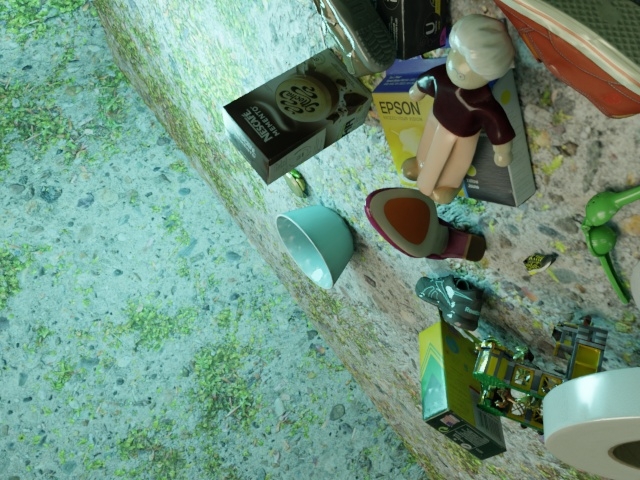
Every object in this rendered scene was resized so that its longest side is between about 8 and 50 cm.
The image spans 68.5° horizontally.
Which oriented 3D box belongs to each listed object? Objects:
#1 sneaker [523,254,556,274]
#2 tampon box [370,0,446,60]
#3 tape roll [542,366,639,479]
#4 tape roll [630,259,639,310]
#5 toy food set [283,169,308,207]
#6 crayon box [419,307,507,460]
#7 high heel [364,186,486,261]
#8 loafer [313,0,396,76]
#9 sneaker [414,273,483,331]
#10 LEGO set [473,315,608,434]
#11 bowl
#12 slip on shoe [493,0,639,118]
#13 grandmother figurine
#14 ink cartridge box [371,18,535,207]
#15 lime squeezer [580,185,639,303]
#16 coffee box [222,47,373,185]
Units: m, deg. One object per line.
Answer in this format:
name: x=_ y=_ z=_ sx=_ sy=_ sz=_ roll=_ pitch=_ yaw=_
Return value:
sneaker: x=0.424 y=0.043 z=0.918 sx=0.035 sy=0.031 sz=0.083 roll=51 pitch=161 yaw=10
tampon box: x=0.118 y=-0.383 z=0.782 sx=0.161 sy=0.101 sz=0.120 roll=35 pitch=144 yaw=44
tape roll: x=0.538 y=0.290 z=0.689 sx=0.392 sy=0.072 sz=0.392 roll=11 pitch=146 yaw=7
tape roll: x=0.532 y=0.073 z=0.605 sx=0.219 sy=0.072 sz=0.219 roll=46 pitch=159 yaw=23
toy food set: x=-0.089 y=-0.207 z=1.695 sx=0.132 sy=0.038 sz=0.192 roll=43 pitch=164 yaw=48
crayon box: x=0.343 y=0.344 z=1.169 sx=0.202 sy=0.318 sz=0.081 roll=38 pitch=123 yaw=-17
high heel: x=0.180 y=-0.027 z=0.993 sx=0.377 sy=0.127 sz=0.181 roll=24 pitch=175 yaw=-40
loafer: x=0.024 y=-0.367 z=0.739 sx=0.087 sy=0.094 sz=0.251 roll=-19 pitch=98 yaw=59
sneaker: x=0.337 y=0.137 z=1.215 sx=0.101 sy=0.106 sz=0.267 roll=14 pitch=-169 yaw=-19
LEGO set: x=0.448 y=0.259 z=0.967 sx=0.255 sy=0.192 sz=0.331 roll=9 pitch=150 yaw=35
bowl: x=0.000 y=0.000 z=1.635 sx=0.311 sy=0.163 sz=0.311 roll=45 pitch=158 yaw=24
slip on shoe: x=0.290 y=-0.273 z=0.580 sx=0.331 sy=0.123 sz=0.101 roll=45 pitch=164 yaw=10
grandmother figurine: x=0.212 y=-0.188 z=0.728 sx=0.208 sy=0.104 sz=0.342 roll=36 pitch=159 yaw=19
ink cartridge box: x=0.227 y=-0.224 z=0.875 sx=0.303 sy=0.072 sz=0.307 roll=24 pitch=147 yaw=55
lime squeezer: x=0.462 y=-0.017 z=0.725 sx=0.110 sy=0.059 sz=0.310 roll=8 pitch=140 yaw=19
coffee box: x=-0.052 y=-0.283 z=1.069 sx=0.168 sy=0.297 sz=0.119 roll=50 pitch=161 yaw=11
